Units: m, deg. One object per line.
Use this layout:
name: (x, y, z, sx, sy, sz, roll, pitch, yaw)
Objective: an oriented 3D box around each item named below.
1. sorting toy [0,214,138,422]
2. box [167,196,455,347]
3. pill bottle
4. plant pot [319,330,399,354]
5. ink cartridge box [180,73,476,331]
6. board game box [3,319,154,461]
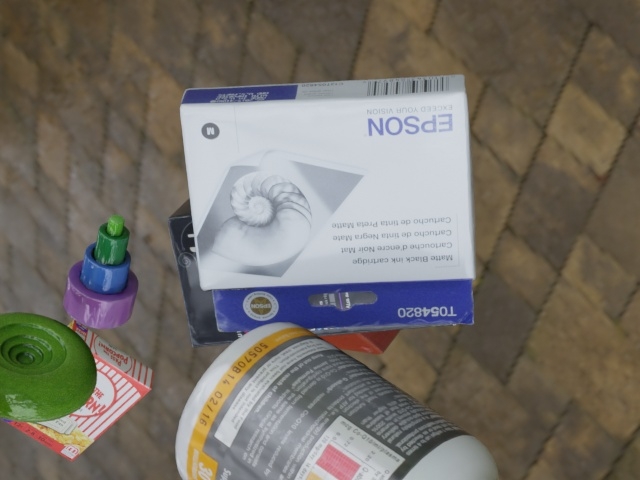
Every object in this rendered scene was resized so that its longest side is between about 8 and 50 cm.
sorting toy: (-0.253, 0.079, 1.267, 0.127, 0.365, 0.126, 25, 125, 13)
box: (0.005, 0.005, 1.535, 0.270, 0.165, 0.143, -6, 106, 14)
pill bottle: (0.035, 0.191, 1.169, 0.278, 0.162, 0.162, 31, 144, 31)
plant pot: (0.000, 0.000, 1.956, 0.267, 0.235, 0.267, 6, 160, 29)
ink cartridge box: (0.010, -0.016, 1.205, 0.223, 0.045, 0.223, -3, 117, 6)
board game box: (-0.359, 0.219, 2.214, 0.147, 0.045, 0.193, 35, 118, -22)
